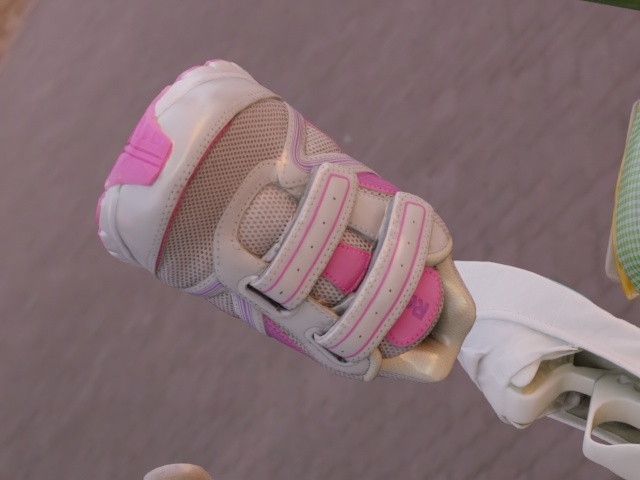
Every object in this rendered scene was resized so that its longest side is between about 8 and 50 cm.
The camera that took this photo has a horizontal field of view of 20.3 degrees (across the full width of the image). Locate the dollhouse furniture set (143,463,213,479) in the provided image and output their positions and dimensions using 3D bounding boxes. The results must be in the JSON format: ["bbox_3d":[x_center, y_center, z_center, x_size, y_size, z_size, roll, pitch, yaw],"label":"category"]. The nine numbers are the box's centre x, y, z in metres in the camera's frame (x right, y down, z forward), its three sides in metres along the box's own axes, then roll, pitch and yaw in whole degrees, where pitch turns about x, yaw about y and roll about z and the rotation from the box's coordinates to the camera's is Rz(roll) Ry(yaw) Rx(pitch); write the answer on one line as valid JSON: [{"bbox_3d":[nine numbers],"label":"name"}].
[{"bbox_3d":[-0.277,0.417,1.738,0.394,0.256,0.362,-13,57,10],"label":"dollhouse furniture set"}]

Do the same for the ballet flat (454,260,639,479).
[{"bbox_3d":[0.241,0.132,1.601,0.139,0.400,0.139,-45,-32,-39],"label":"ballet flat"}]

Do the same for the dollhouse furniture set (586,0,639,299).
[{"bbox_3d":[0.199,-0.124,1.139,0.197,0.151,0.301,130,152,-79],"label":"dollhouse furniture set"}]

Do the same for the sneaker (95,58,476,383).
[{"bbox_3d":[0.000,0.000,0.803,0.111,0.252,0.103,29,92,32],"label":"sneaker"}]
